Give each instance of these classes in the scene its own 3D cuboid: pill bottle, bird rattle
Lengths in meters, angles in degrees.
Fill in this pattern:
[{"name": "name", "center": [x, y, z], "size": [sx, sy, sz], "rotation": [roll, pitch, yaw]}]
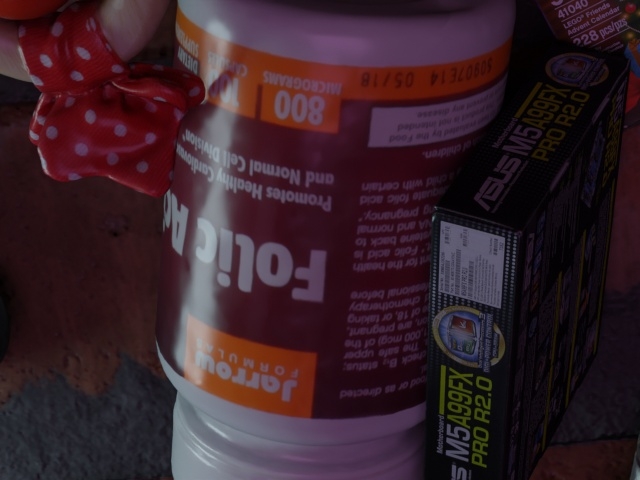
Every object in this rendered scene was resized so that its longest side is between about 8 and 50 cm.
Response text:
[{"name": "pill bottle", "center": [0.000, 0.000, 1.164], "size": [0.224, 0.224, 0.392], "rotation": [7, 115, 2]}, {"name": "bird rattle", "center": [-0.145, -0.155, 0.970], "size": [0.207, 0.143, 0.253], "rotation": [24, 136, -6]}]

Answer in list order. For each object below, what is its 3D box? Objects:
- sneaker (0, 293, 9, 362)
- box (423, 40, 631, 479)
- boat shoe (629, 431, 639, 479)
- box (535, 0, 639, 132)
[{"name": "sneaker", "center": [-0.472, 0.089, 1.234], "size": [0.448, 0.257, 0.169], "rotation": [7, 116, 2]}, {"name": "box", "center": [0.139, 0.034, 1.142], "size": [0.060, 0.216, 0.270], "rotation": [16, 132, 20]}, {"name": "boat shoe", "center": [0.313, 0.184, 1.295], "size": [0.116, 0.123, 0.324], "rotation": [12, 111, -37]}, {"name": "box", "center": [0.280, -0.221, 1.123], "size": [0.293, 0.057, 0.201], "rotation": [-27, 109, 17]}]
